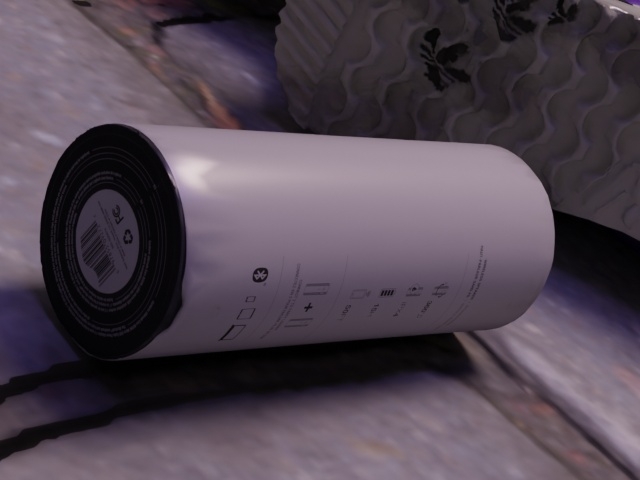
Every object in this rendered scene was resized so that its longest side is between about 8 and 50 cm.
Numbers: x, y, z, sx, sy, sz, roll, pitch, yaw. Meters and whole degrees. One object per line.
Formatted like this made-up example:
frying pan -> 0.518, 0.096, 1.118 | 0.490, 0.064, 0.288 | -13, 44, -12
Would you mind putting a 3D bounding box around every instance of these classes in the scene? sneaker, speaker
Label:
sneaker -> 0.136, -0.044, 0.546 | 0.293, 0.102, 0.146 | 27, 24, 1
speaker -> 0.000, 0.000, 0.384 | 0.136, 0.055, 0.055 | -1, 37, -45
